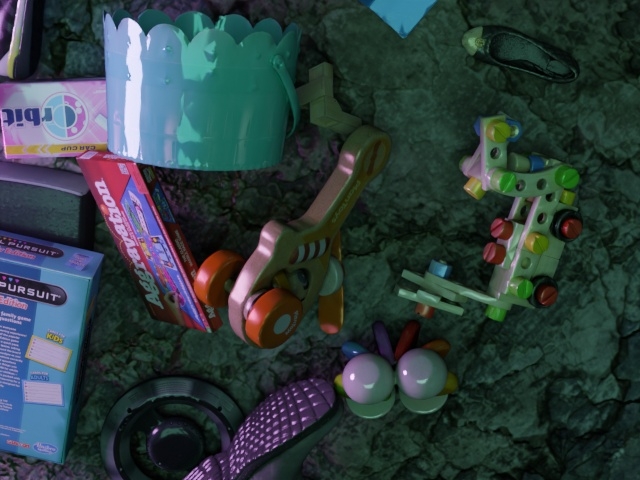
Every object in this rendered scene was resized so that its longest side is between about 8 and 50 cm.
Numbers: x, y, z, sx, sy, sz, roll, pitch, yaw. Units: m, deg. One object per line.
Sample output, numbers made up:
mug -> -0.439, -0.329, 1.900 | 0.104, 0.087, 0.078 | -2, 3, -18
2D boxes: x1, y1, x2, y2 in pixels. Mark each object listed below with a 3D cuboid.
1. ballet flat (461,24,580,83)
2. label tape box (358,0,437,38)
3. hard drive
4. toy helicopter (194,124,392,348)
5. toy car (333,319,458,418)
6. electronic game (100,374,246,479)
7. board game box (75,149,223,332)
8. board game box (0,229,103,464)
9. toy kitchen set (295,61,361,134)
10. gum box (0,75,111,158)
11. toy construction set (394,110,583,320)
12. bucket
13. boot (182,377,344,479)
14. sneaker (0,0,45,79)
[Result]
ballet flat -> 0.283, -0.264, 1.652 | 0.173, 0.049, 0.057 | 15, 103, -2
label tape box -> 0.066, -0.474, 1.573 | 0.348, 0.115, 0.249 | 41, 102, -7
hard drive -> -0.462, -0.027, 1.729 | 0.255, 0.054, 0.172 | 6, 104, 0
toy helicopter -> 0.000, 0.000, 1.666 | 0.140, 0.235, 0.355 | 34, 92, 33
toy car -> 0.108, 0.183, 1.735 | 0.182, 0.159, 0.136 | -6, 69, 3
electronic game -> -0.223, 0.312, 1.812 | 0.229, 0.048, 0.229 | -2, 109, -5
board game box -> -0.242, 0.002, 1.667 | 0.027, 0.145, 0.281 | -40, 122, -33
board game box -> -0.470, 0.150, 1.727 | 0.254, 0.079, 0.336 | 13, 117, -2
toy kitchen set -> 0.008, -0.198, 1.691 | 0.068, 0.075, 0.083 | -18, 66, 42
gum box -> -0.367, -0.177, 1.684 | 0.188, 0.062, 0.107 | -2, 104, 2
toy construction set -> 0.248, -0.011, 1.665 | 0.215, 0.151, 0.327 | 15, 114, -27
bucket -> -0.159, -0.205, 1.569 | 0.281, 0.281, 0.183 | 5, 105, 0
boot -> -0.041, 0.364, 1.781 | 0.338, 0.118, 0.223 | -40, 118, 21
sneaker -> -0.438, -0.336, 1.636 | 0.097, 0.084, 0.234 | 11, 104, 0
